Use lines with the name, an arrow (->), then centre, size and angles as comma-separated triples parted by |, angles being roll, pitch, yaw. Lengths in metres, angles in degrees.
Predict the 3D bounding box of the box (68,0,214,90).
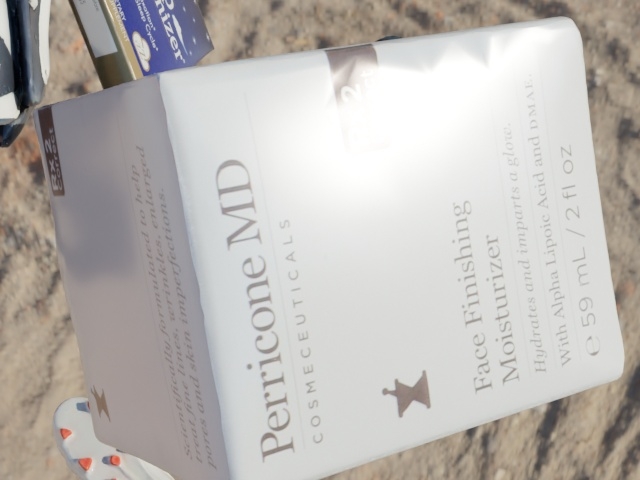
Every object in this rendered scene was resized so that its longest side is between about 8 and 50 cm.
box -> -0.148, -0.205, 1.006 | 0.036, 0.136, 0.225 | -14, 20, 17

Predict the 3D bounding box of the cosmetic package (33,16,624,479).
cosmetic package -> 0.000, 0.000, 0.487 | 0.183, 0.151, 0.151 | -13, 7, -29

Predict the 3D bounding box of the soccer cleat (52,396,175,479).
soccer cleat -> -0.167, 0.221, 1.063 | 0.196, 0.076, 0.068 | 40, 63, 7

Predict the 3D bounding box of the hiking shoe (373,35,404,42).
hiking shoe -> 0.129, -0.049, 1.022 | 0.113, 0.132, 0.304 | -27, 88, -11

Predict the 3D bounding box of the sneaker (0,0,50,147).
sneaker -> -0.156, -0.125, 0.523 | 0.094, 0.235, 0.153 | 9, 43, -27
